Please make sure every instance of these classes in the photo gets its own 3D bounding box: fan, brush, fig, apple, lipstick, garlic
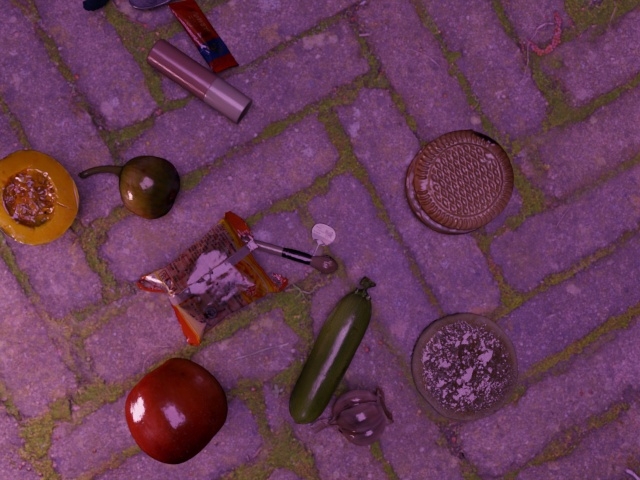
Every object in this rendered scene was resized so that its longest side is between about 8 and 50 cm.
[{"bbox_3d":[0.009,-0.003,1.723,0.060,0.003,0.080,-3,88,-3],"label":"fan"},{"bbox_3d":[-0.101,0.021,1.700,0.299,0.042,0.039,18,60,-1],"label":"brush"},{"bbox_3d":[-0.446,-0.140,1.661,0.245,0.149,0.149,19,87,17],"label":"fig"},{"bbox_3d":[-0.317,0.378,1.588,0.218,0.218,0.201,-44,83,-3],"label":"apple"},{"bbox_3d":[-0.284,-0.374,1.683,0.254,0.070,0.070,34,87,-2],"label":"lipstick"},{"bbox_3d":[0.063,0.410,1.666,0.194,0.127,0.131,-13,93,16],"label":"garlic"}]

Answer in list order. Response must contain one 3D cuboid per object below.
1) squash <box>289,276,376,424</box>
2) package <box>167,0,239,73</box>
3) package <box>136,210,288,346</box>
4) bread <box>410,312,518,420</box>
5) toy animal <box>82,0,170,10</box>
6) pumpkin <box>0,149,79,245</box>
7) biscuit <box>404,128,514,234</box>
[{"bbox_3d":[0.031,0.258,1.671,0.101,0.101,0.378,29,86,-2],"label":"squash"},{"bbox_3d":[-0.276,-0.486,1.693,0.083,0.022,0.200,-36,91,-41],"label":"package"},{"bbox_3d":[-0.248,0.098,1.649,0.288,0.108,0.223,-37,95,3],"label":"package"},{"bbox_3d":[0.348,0.303,1.716,0.267,0.040,0.266,0,89,-3],"label":"bread"},{"bbox_3d":[-0.451,-0.639,1.681,0.239,0.176,0.255,52,52,-4],"label":"toy animal"},{"bbox_3d":[-0.648,-0.102,1.646,0.217,0.110,0.217,0,100,1],"label":"pumpkin"},{"bbox_3d":[0.331,-0.139,1.707,0.259,0.079,0.259,0,88,-3],"label":"biscuit"}]
